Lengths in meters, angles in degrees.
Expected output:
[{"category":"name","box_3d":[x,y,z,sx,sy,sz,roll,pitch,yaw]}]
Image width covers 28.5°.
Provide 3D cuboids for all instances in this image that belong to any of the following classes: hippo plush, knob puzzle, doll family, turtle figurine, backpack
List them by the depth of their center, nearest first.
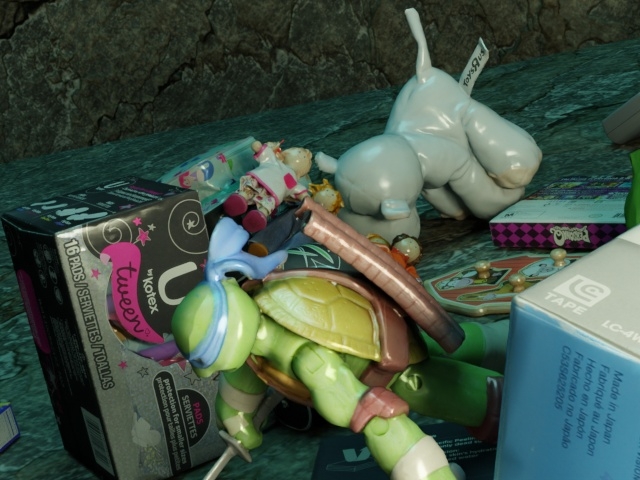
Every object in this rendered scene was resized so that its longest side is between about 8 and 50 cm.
[{"category":"turtle figurine","box_3d":[0.027,0.126,0.751,0.266,0.275,0.198,5,-21,-29]},{"category":"knob puzzle","box_3d":[0.207,0.040,1.446,0.213,0.030,0.213,-11,15,3]},{"category":"doll family","box_3d":[0.000,0.000,1.475,0.163,0.263,0.118,-46,-6,-44]},{"category":"backpack","box_3d":[-0.118,-0.020,1.605,0.225,0.191,0.253,-26,-2,37]},{"category":"hippo plush","box_3d":[0.138,-0.088,1.642,0.234,0.294,0.236,29,53,20]}]

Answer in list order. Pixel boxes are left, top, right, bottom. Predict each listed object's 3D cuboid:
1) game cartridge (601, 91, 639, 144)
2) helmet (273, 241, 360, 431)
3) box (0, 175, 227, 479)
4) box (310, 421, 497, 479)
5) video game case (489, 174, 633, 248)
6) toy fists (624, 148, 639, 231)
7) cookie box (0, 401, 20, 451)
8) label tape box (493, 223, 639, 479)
[{"category":"game cartridge","box_3d":[0.602,-0.243,1.997,0.297,0.062,0.198,-24,-12,-17]},{"category":"helmet","box_3d":[0.001,0.081,1.187,0.169,0.162,0.169,-11,15,3]},{"category":"box","box_3d":[-0.174,0.079,1.156,0.142,0.247,0.163,-20,17,-27]},{"category":"box","box_3d":[0.074,0.194,0.839,0.156,0.093,0.158,-9,16,10]},{"category":"video game case","box_3d":[0.366,-0.039,1.597,0.232,0.042,0.210,1,19,39]},{"category":"toy fists","box_3d":[0.466,-0.038,1.337,0.279,0.142,0.096,-7,-16,14]},{"category":"cookie box","box_3d":[-0.367,0.202,1.252,0.091,0.040,0.107,-7,14,18]},{"category":"label tape box","box_3d":[0.243,0.099,0.726,0.347,0.249,0.115,-23,35,-38]}]
